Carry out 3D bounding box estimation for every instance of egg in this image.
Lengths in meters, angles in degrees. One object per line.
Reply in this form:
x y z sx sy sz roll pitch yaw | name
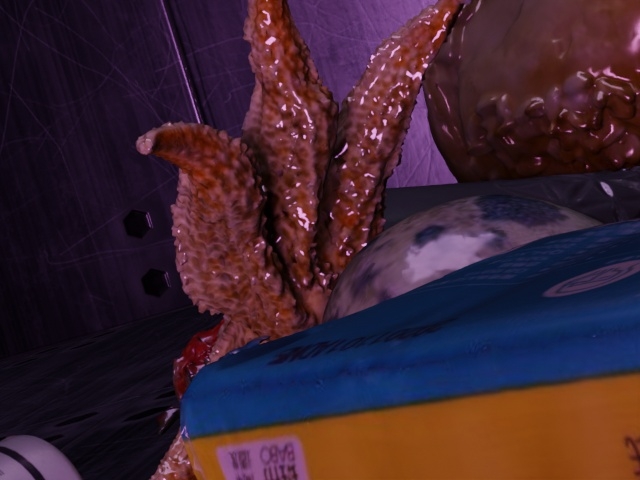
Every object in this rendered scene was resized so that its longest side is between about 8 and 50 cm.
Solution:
0.088 0.047 0.832 0.181 0.141 0.141 -12 2 -10 | egg

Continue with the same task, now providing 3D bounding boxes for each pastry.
0.287 -0.117 1.363 0.409 0.245 0.409 -9 -27 -5 | pastry

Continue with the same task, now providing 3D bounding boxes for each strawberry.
-0.033 0.090 1.268 0.192 0.085 0.140 -15 1 1 | strawberry

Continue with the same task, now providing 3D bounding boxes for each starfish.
0.001 -0.014 0.887 0.084 0.294 0.301 30 46 29 | starfish

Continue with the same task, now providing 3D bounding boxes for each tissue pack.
0.124 0.058 0.474 0.271 0.134 0.192 -14 5 45 | tissue pack

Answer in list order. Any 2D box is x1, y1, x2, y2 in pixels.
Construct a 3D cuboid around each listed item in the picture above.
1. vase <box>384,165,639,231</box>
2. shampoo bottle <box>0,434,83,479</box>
0.118 0.018 1.179 0.300 0.156 0.251 -11 23 -13 | vase
-0.226 0.173 0.797 0.085 0.085 0.262 -14 5 43 | shampoo bottle
